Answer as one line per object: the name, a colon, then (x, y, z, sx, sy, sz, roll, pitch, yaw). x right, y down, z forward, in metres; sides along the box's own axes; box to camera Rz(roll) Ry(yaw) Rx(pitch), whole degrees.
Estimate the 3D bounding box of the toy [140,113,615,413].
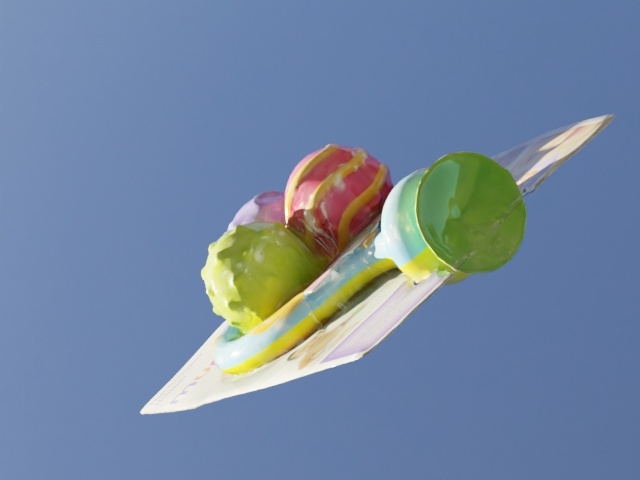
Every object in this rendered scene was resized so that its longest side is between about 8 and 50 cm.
toy: (0.000, 0.000, 0.690, 0.137, 0.056, 0.237, -43, -168, -24)
